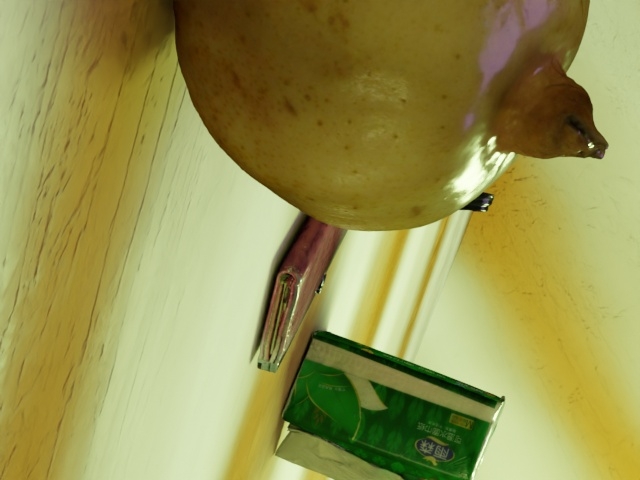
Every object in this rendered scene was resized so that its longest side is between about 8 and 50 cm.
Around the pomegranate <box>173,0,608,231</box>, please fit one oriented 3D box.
[{"bbox_3d":[0.029,-0.109,0.842,0.207,0.207,0.207,20,90,-82],"label":"pomegranate"}]

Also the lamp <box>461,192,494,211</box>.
[{"bbox_3d":[0.128,-0.155,1.830,0.203,0.124,0.283,180,-71,-76],"label":"lamp"}]

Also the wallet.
[{"bbox_3d":[0.000,0.000,1.538,0.232,0.025,0.119,-62,169,-48],"label":"wallet"}]

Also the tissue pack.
[{"bbox_3d":[0.071,0.199,1.859,0.148,0.209,0.156,45,66,-82],"label":"tissue pack"}]
